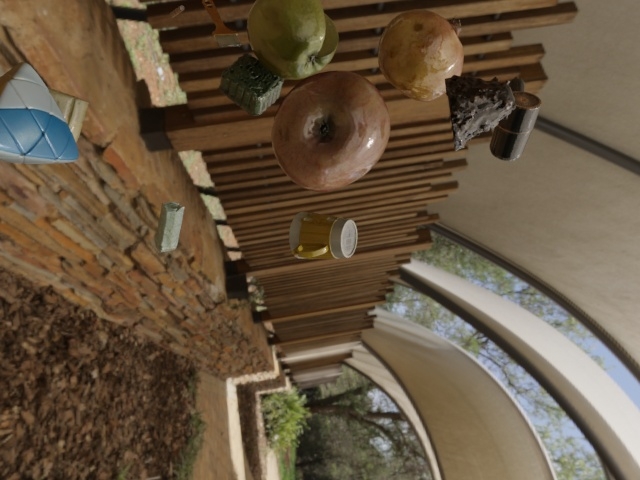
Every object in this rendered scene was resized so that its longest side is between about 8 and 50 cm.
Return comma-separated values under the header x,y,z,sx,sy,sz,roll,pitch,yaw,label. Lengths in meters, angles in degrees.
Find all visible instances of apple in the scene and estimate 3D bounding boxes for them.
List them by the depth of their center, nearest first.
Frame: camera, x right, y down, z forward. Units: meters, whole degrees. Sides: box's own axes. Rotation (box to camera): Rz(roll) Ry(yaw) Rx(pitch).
x,y,z,sx,sy,sz,roll,pitch,yaw,label
0.028,-0.298,1.306,0.269,0.345,0.344,-97,179,-68,apple
-0.084,-0.666,1.522,0.254,0.292,0.292,59,-10,16,apple

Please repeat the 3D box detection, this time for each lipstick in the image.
x,y,z,sx,sy,sz,roll,pitch,yaw,label
-0.520,-0.829,1.715,0.094,0.019,0.019,7,-71,49,lipstick

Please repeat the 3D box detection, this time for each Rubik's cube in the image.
x,y,z,sx,sy,sz,roll,pitch,yaw,label
-0.672,-0.281,1.103,0.254,0.254,0.254,171,-90,-86,Rubik's cube

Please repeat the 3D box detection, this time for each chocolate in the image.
x,y,z,sx,sy,sz,roll,pitch,yaw,label
0.334,-0.275,0.983,0.156,0.133,0.156,-7,90,-72,chocolate

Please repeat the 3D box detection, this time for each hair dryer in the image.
x,y,z,sx,sy,sz,roll,pitch,yaw,label
0.611,-0.416,1.490,0.189,0.107,0.352,92,17,-44,hair dryer

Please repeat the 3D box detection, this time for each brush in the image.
x,y,z,sx,sy,sz,roll,pitch,yaw,label
-0.383,-0.821,1.775,0.314,0.090,0.017,63,-29,29,brush

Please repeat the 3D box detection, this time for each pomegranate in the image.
x,y,z,sx,sy,sz,roll,pitch,yaw,label
0.388,-0.698,1.757,0.338,0.338,0.338,171,-90,-86,pomegranate

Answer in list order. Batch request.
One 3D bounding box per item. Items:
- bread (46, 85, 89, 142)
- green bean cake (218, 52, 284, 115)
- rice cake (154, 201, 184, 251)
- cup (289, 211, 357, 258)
x,y,z,sx,sy,sz,roll,pitch,yaw,label
-0.779,-0.369,1.392,0.134,0.148,0.141,33,-76,63,bread
-0.236,-0.545,1.641,0.173,0.181,0.094,-54,180,-35,green bean cake
-0.522,-0.046,1.631,0.063,0.069,0.206,48,-47,33,rice cake
0.000,0.000,1.789,0.241,0.226,0.185,-50,136,-49,cup
